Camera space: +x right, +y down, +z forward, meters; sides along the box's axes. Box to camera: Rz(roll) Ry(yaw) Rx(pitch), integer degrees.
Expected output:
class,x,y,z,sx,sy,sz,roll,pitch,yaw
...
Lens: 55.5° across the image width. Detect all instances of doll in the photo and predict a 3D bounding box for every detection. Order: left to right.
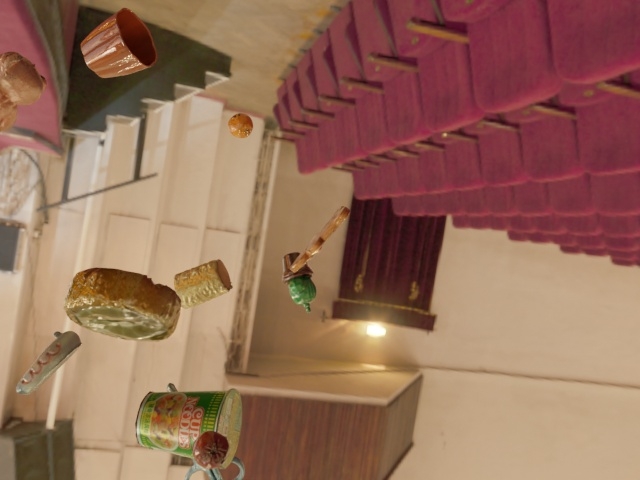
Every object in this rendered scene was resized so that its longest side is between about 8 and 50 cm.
class,x,y,z,sx,sy,sz,roll,pitch,yaw
doll,-0.866,-0.369,1.565,0.156,0.303,0.201,45,171,5

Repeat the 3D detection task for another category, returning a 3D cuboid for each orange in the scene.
class,x,y,z,sx,sy,sz,roll,pitch,yaw
orange,-0.257,-0.371,1.969,0.084,0.083,0.083,9,180,0

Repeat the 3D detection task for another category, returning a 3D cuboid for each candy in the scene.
class,x,y,z,sx,sy,sz,roll,pitch,yaw
candy,-0.447,0.148,1.384,0.260,0.117,0.259,4,150,3

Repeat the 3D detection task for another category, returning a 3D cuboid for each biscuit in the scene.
class,x,y,z,sx,sy,sz,roll,pitch,yaw
biscuit,0.001,0.000,1.803,0.036,0.250,0.165,40,-177,-5

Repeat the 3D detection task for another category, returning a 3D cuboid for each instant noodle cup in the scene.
class,x,y,z,sx,sy,sz,roll,pitch,yaw
instant noodle cup,-0.346,0.483,1.597,0.233,0.206,0.207,2,179,11

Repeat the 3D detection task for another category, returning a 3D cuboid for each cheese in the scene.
class,x,y,z,sx,sy,sz,roll,pitch,yaw
cheese,-0.377,0.138,1.942,0.167,0.123,0.094,-22,165,10

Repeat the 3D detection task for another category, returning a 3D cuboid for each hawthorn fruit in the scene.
class,x,y,z,sx,sy,sz,roll,pitch,yaw
hawthorn fruit,-0.213,0.400,1.163,0.077,0.077,0.077,9,180,0

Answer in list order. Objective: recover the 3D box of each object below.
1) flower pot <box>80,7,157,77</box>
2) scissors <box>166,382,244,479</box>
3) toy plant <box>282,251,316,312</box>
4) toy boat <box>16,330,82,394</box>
class,x,y,z,sx,sy,sz,roll,pitch,yaw
flower pot,-0.634,-0.600,1.888,0.173,0.190,0.191,-16,172,19
scissors,-0.382,0.613,1.876,0.193,0.446,0.029,-19,-155,-3
toy plant,-0.068,0.138,1.984,0.105,0.200,0.143,-21,163,5
toy boat,-0.759,0.332,1.687,0.079,0.207,0.134,43,168,-3
